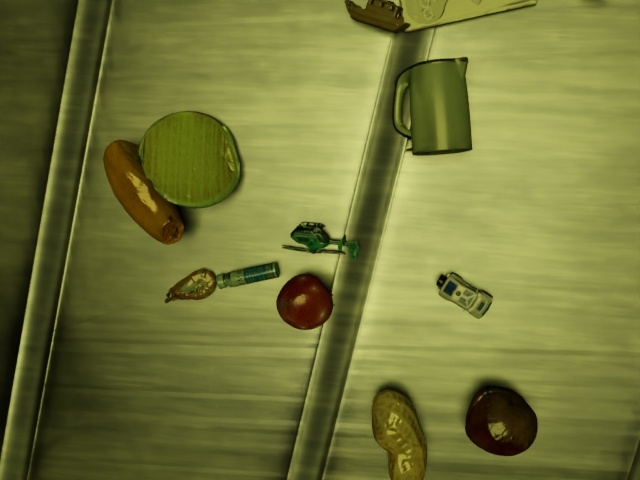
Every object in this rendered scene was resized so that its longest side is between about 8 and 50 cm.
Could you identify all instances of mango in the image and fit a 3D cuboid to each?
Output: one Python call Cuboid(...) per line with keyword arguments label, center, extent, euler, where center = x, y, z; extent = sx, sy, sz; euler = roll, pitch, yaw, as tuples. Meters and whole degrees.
Cuboid(label="mango", center=(-0.529, -0.142, 1.869), extent=(0.144, 0.187, 0.359), euler=(-32, 91, -23))

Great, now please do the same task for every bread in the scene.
Cuboid(label="bread", center=(-0.380, -0.234, 1.835), extent=(0.301, 0.045, 0.301), euler=(4, 79, -23))

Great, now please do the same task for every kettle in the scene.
Cuboid(label="kettle", center=(0.304, -0.365, 1.740), extent=(0.240, 0.165, 0.255), euler=(-2, 96, 37))

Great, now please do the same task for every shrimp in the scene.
Cuboid(label="shrimp", center=(-0.410, 0.152, 1.951), extent=(0.184, 0.043, 0.091), euler=(-22, 96, 9))

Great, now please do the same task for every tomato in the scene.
Cuboid(label="tomato", center=(-0.053, 0.180, 1.841), extent=(0.167, 0.167, 0.167), euler=(1, 96, 8))

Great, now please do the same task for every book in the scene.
Cuboid(label="book", center=(0.394, -0.745, 1.737), extent=(0.371, 0.043, 0.260), euler=(-10, 96, 9))

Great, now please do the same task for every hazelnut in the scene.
Cuboid(label="hazelnut", center=(0.504, 0.529, 1.793), extent=(0.208, 0.208, 0.208), euler=(1, 96, 8))

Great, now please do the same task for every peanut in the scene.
Cuboid(label="peanut", center=(0.237, 0.591, 1.854), extent=(0.147, 0.147, 0.305), euler=(-21, 95, 10))

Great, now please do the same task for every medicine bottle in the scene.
Cuboid(label="medicine bottle", center=(-0.221, 0.108, 1.913), extent=(0.191, 0.051, 0.051), euler=(-12, 94, 9))

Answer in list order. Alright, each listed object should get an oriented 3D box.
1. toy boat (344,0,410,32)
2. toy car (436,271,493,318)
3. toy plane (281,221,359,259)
Cuboid(label="toy boat", center=(0.159, -0.642, 1.761), extent=(0.200, 0.057, 0.077), euler=(25, 109, 20))
Cuboid(label="toy car", center=(0.413, 0.156, 1.814), extent=(0.171, 0.070, 0.080), euler=(32, 100, 3))
Cuboid(label="toy plane", center=(0.000, 0.000, 1.866), extent=(0.235, 0.060, 0.096), euler=(7, 105, 11))
